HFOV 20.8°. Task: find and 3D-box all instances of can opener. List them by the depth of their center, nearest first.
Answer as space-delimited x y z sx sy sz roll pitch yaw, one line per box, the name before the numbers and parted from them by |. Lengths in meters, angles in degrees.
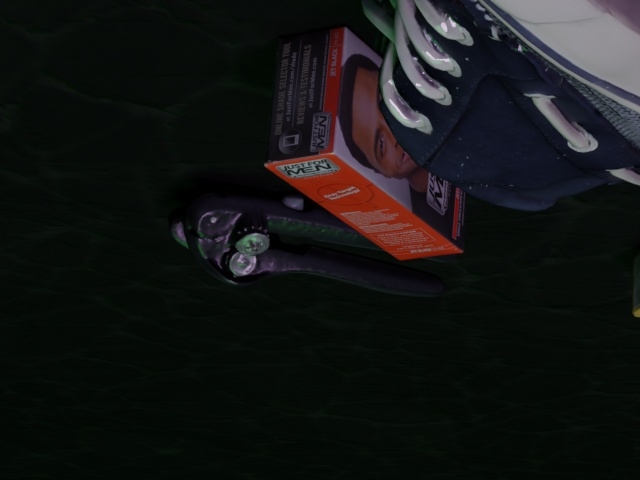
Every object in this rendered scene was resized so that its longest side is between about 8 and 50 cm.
can opener | 0.000 0.000 1.079 0.186 0.073 0.059 8 121 -17

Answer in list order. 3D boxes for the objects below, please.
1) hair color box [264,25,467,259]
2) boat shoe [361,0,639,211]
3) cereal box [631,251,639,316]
hair color box | 0.028 -0.047 0.903 0.043 0.072 0.141 -7 157 31
boat shoe | 0.064 -0.092 0.686 0.158 0.127 0.340 -18 151 32
cereal box | 0.309 0.004 1.009 0.173 0.047 0.240 10 159 -14
